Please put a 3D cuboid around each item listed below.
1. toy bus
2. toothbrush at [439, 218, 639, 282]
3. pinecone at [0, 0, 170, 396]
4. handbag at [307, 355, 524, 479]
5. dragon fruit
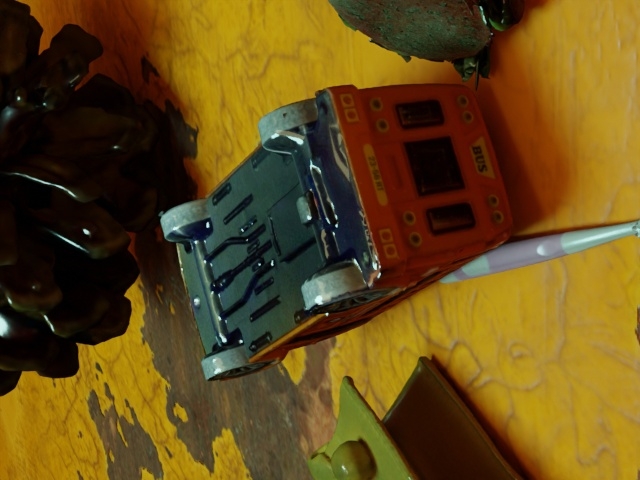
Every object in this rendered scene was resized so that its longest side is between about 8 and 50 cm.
[{"bbox_3d":[0.000,0.000,1.156,0.329,0.153,0.143,-37,66,61],"label":"toy bus"},{"bbox_3d":[0.149,0.005,1.036,0.286,0.025,0.020,-17,92,62],"label":"toothbrush"},{"bbox_3d":[-0.326,-0.048,1.502,0.397,0.397,0.398,37,136,47],"label":"pinecone"},{"bbox_3d":[0.072,0.317,1.257,0.283,0.133,0.401,55,148,38],"label":"handbag"},{"bbox_3d":[0.062,-0.187,1.002,0.138,0.142,0.175,5,92,19],"label":"dragon fruit"}]
